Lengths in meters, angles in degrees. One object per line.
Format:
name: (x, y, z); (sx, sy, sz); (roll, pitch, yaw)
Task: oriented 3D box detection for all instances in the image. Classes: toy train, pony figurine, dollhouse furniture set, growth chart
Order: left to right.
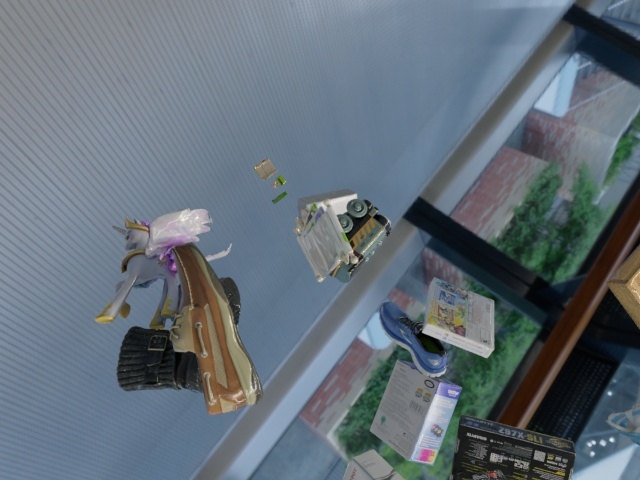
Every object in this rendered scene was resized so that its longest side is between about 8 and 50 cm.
pony figurine: (-0.459, 0.068, 1.565); (0.302, 0.352, 0.363); (79, 8, -58)
dollhouse furniture set: (-0.178, -0.208, 1.886); (0.076, 0.151, 0.059); (-41, -171, -36)
growth chart: (0.000, 0.000, 1.181); (0.021, 0.171, 0.237); (-18, 170, -24)
toy train: (0.111, -0.003, 1.916); (0.334, 0.190, 0.142); (-46, 171, -28)

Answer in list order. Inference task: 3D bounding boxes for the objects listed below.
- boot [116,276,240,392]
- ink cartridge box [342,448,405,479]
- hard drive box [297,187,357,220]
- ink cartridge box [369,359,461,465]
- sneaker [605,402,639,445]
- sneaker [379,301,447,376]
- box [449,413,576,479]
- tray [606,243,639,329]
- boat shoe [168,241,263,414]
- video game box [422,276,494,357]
boot: (-0.383, 0.247, 1.454); (0.131, 0.261, 0.347); (66, 31, -44)
ink cartridge box: (0.210, 0.895, 1.826); (0.122, 0.289, 0.210); (-2, 117, -43)
hard drive box: (0.033, -0.099, 2.197); (0.232, 0.089, 0.180); (-13, 115, -23)
ink cartridge box: (0.398, 0.667, 2.204); (0.151, 0.270, 0.395); (21, 88, -33)
sneaker: (0.764, 0.433, 1.275); (0.092, 0.088, 0.228); (-54, 170, -9)
sneaker: (0.341, 0.324, 1.923); (0.130, 0.330, 0.147); (-21, 139, -32)
box: (0.549, 0.677, 1.568); (0.079, 0.323, 0.256); (-25, 122, -70)
tray: (0.961, 0.200, 1.445); (0.203, 0.410, 0.076); (-42, -169, -14)
boat shoe: (-0.213, 0.164, 0.972); (0.120, 0.323, 0.122); (-22, 177, -15)
video game box: (0.384, 0.209, 1.486); (0.205, 0.187, 0.048); (-64, 177, -53)
